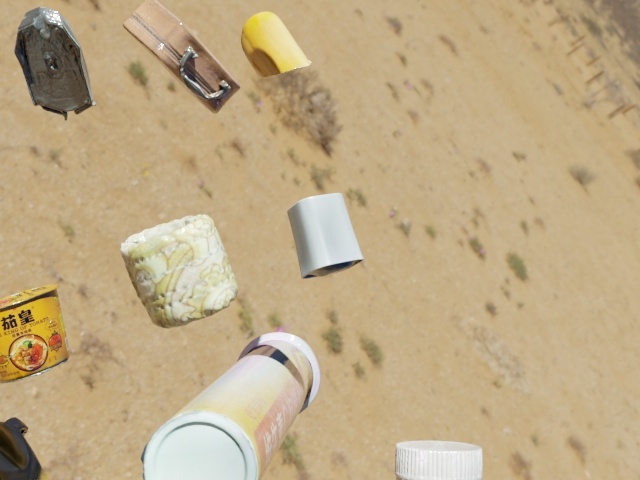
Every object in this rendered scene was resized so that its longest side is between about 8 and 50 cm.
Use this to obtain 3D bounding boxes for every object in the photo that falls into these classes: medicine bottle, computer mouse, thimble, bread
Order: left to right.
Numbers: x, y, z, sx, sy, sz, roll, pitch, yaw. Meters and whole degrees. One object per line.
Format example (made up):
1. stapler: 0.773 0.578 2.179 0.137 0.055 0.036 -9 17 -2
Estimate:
1. computer mouse: -0.506 -0.341 1.669 0.071 0.126 0.231 -89 173 -53
2. thimble: -0.228 0.049 1.358 0.137 0.190 0.144 -38 111 -51
3. medicine bottle: -0.073 0.175 0.870 0.108 0.108 0.426 56 6 1
4. bread: -0.052 -0.201 0.951 0.049 0.062 0.103 -13 57 -30
5. medicine bottle: 0.116 0.299 0.862 0.132 0.088 0.189 15 75 -67

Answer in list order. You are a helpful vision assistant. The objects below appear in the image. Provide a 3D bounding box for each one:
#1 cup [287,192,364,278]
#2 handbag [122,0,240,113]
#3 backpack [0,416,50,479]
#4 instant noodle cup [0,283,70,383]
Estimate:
1. cup: 0.000 0.000 1.475 0.095 0.128 0.130 -9 78 -27
2. handbag: -0.219 -0.294 1.411 0.151 0.072 0.193 43 -3 37
3. backpack: -0.634 0.522 1.714 0.201 0.378 0.354 -22 86 -32
4. instant noodle cup: -0.660 0.207 1.921 0.216 0.215 0.172 -34 110 -68
